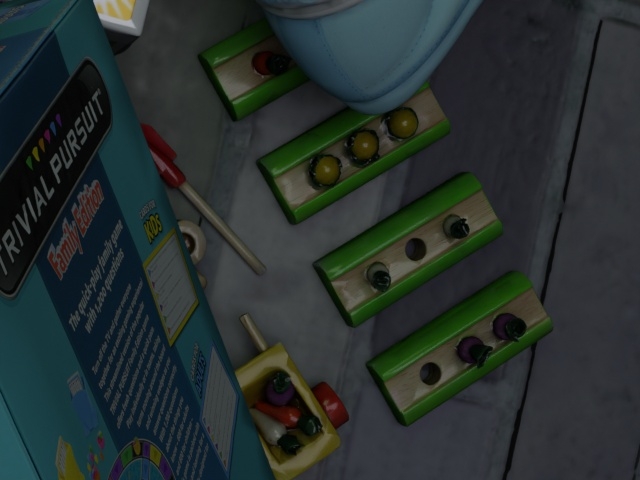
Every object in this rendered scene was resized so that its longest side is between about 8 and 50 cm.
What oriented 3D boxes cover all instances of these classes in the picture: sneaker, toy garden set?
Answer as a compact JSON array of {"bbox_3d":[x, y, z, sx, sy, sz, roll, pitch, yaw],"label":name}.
[{"bbox_3d":[0.080,-0.224,0.761,0.366,0.135,0.150,-53,142,-21],"label":"sneaker"},{"bbox_3d":[0.000,0.000,0.771,0.204,0.049,0.244,-31,100,-13],"label":"toy garden set"}]

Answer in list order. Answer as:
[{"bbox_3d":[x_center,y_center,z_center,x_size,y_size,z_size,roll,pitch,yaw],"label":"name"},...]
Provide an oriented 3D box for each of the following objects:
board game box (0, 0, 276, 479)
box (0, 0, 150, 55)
[{"bbox_3d":[-0.103,0.087,0.596,0.079,0.254,0.336,-14,113,10],"label":"board game box"},{"bbox_3d":[-0.178,-0.174,0.686,0.203,0.103,0.114,14,88,-16],"label":"box"}]
